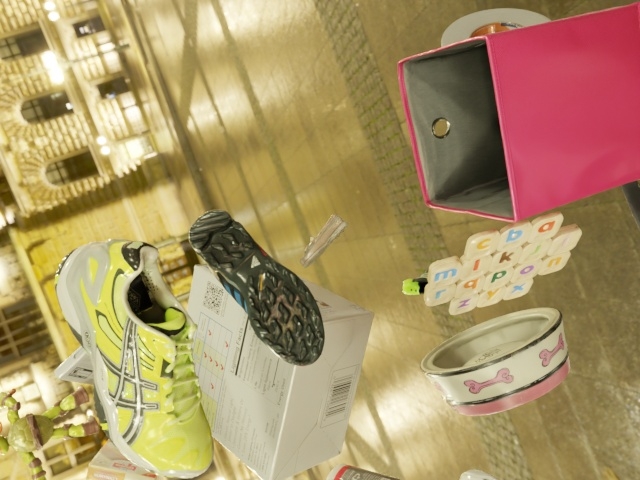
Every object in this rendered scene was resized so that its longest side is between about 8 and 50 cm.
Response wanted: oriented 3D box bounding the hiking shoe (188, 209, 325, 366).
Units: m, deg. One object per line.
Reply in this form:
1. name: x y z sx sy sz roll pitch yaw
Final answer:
1. hiking shoe: -0.097 0.077 1.030 0.304 0.113 0.132 53 172 4

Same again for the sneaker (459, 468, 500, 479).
1. sneaker: 0.321 0.633 1.224 0.365 0.210 0.137 -118 25 -53

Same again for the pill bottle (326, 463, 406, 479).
1. pill bottle: 0.175 0.742 1.684 0.319 0.176 0.176 3 122 32

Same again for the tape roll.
1. tape roll: 0.343 -0.359 1.171 0.072 0.219 0.219 79 164 -48

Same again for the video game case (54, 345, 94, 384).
1. video game case: -0.441 0.244 1.357 0.026 0.206 0.227 46 179 26

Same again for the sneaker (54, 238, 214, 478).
1. sneaker: -0.244 0.179 0.876 0.147 0.145 0.384 -14 106 32

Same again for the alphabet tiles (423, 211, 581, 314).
1. alphabet tiles: 0.328 0.047 1.115 0.278 0.284 0.021 84 170 -56

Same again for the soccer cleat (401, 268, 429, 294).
1. soccer cleat: 0.302 0.121 1.715 0.072 0.179 0.060 12 110 43

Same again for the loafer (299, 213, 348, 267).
1. loafer: 0.000 0.000 1.203 0.039 0.125 0.045 42 166 12

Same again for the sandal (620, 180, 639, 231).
1. sandal: 0.541 -0.096 1.034 0.097 0.055 0.254 -18 -95 -63

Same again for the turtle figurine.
1. turtle figurine: -0.590 0.381 1.266 0.269 0.217 0.087 63 147 12

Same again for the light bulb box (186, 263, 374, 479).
1. light bulb box: -0.119 0.266 1.358 0.361 0.225 0.357 24 107 40

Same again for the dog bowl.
1. dog bowl: 0.490 0.335 1.673 0.150 0.408 0.408 66 167 -1

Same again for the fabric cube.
1. fabric cube: 0.308 -0.195 0.938 0.259 0.258 0.254 -157 50 -68

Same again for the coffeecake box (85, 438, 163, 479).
1. coffeecake box: -0.422 0.502 1.361 0.185 0.143 0.068 -97 20 -84
